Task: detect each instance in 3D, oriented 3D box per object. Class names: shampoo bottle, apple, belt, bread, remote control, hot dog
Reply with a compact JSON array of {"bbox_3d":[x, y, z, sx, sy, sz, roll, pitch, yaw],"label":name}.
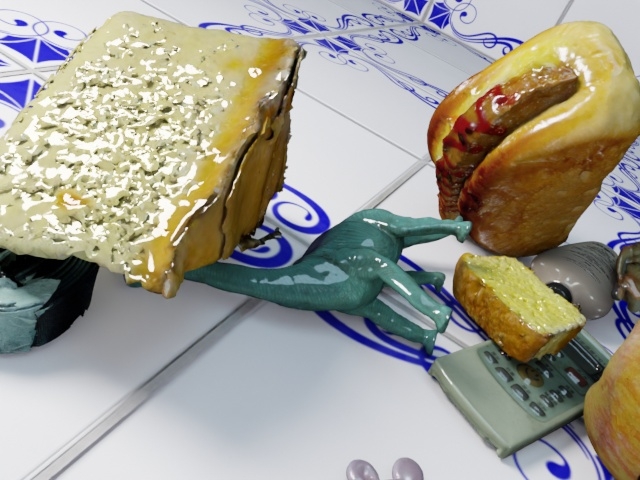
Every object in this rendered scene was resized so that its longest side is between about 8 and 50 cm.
[{"bbox_3d":[0.386,0.059,0.898,0.127,0.078,0.257,45,32,23],"label":"shampoo bottle"},{"bbox_3d":[0.377,0.172,0.595,0.188,0.211,0.211,35,31,32],"label":"apple"},{"bbox_3d":[-0.248,0.032,0.500,0.105,0.058,0.140,22,31,1],"label":"belt"},{"bbox_3d":[-0.154,-0.052,0.609,0.248,0.279,0.315,17,62,5],"label":"bread"},{"bbox_3d":[0.232,0.079,0.713,0.103,0.065,0.187,4,23,-24],"label":"bread"},{"bbox_3d":[0.250,0.157,0.689,0.285,0.038,0.123,-4,41,-39],"label":"remote control"},{"bbox_3d":[0.274,-0.120,0.862,0.223,0.405,0.185,-5,63,1],"label":"hot dog"}]

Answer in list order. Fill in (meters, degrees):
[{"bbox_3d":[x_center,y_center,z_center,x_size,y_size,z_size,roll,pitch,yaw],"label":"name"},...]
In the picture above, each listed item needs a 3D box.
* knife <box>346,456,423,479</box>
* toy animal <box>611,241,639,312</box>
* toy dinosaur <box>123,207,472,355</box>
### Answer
[{"bbox_3d":[-0.053,0.211,0.386,0.398,0.038,0.132,4,34,-30],"label":"knife"},{"bbox_3d":[0.528,0.081,0.917,0.312,0.097,0.157,34,28,-29],"label":"toy animal"},{"bbox_3d":[0.000,0.000,0.712,0.330,0.129,0.383,19,29,7],"label":"toy dinosaur"}]
